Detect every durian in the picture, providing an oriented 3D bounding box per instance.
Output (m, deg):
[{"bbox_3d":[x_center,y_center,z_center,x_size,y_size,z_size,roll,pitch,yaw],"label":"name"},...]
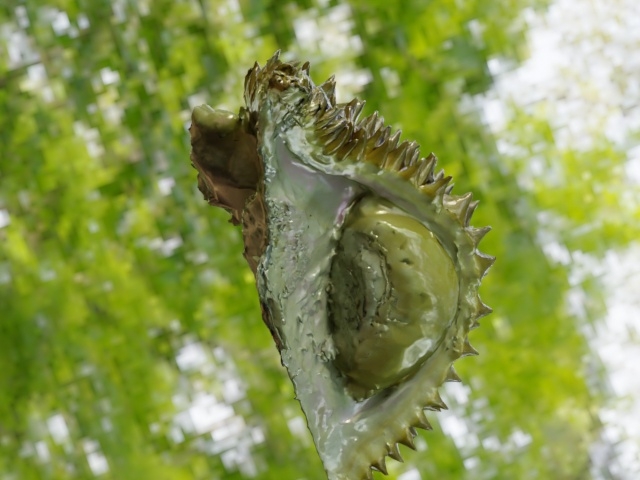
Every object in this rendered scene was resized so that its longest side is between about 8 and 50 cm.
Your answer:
[{"bbox_3d":[0.000,0.000,1.225,0.172,0.166,0.306,23,-42,35],"label":"durian"}]
